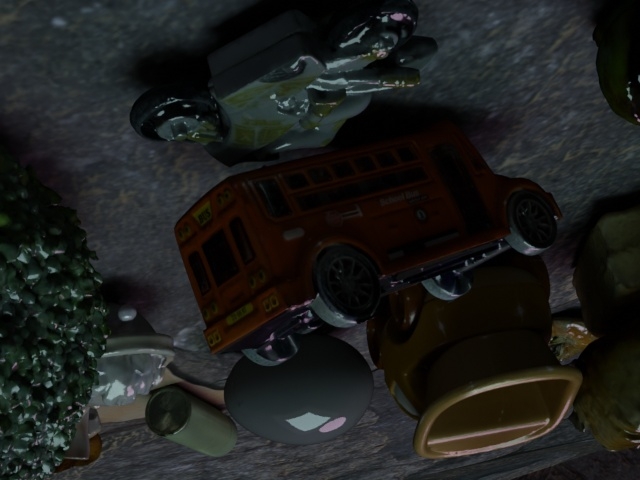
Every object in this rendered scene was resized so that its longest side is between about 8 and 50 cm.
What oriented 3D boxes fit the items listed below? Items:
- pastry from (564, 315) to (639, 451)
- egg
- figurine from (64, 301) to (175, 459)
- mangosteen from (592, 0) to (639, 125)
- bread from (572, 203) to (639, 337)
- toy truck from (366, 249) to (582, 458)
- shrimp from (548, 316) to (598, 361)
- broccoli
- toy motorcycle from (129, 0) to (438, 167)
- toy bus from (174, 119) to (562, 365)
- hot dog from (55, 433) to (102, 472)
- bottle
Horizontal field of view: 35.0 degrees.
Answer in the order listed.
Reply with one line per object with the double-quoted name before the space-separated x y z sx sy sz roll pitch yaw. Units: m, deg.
"pastry" 0.450 0.139 1.194 0.330 0.136 0.329 -20 161 -7
"egg" -0.027 0.195 1.331 0.199 0.146 0.146 -1 154 -15
"figurine" -0.254 0.150 1.119 0.163 0.141 0.237 3 151 -43
"mangosteen" 0.341 -0.149 0.675 0.306 0.359 0.306 -12 123 -19
"bread" 0.446 0.021 1.244 0.246 0.111 0.239 -16 159 -1
"toy truck" 0.184 0.136 1.240 0.204 0.211 0.288 -6 152 -13
"shrimp" 0.379 0.155 1.597 0.101 0.042 0.190 7 157 4
"broccoli" -0.311 0.098 0.841 0.318 0.277 0.338 -3 153 27
"toy motorcycle" -0.020 -0.110 0.758 0.225 0.073 0.152 -21 160 16
"toy bus" 0.050 -0.009 0.866 0.329 0.153 0.143 -16 168 -37
"hot dog" -0.371 0.304 1.507 0.090 0.060 0.140 -9 163 -20
"bottle" -0.188 0.273 1.510 0.072 0.072 0.201 -17 156 9
